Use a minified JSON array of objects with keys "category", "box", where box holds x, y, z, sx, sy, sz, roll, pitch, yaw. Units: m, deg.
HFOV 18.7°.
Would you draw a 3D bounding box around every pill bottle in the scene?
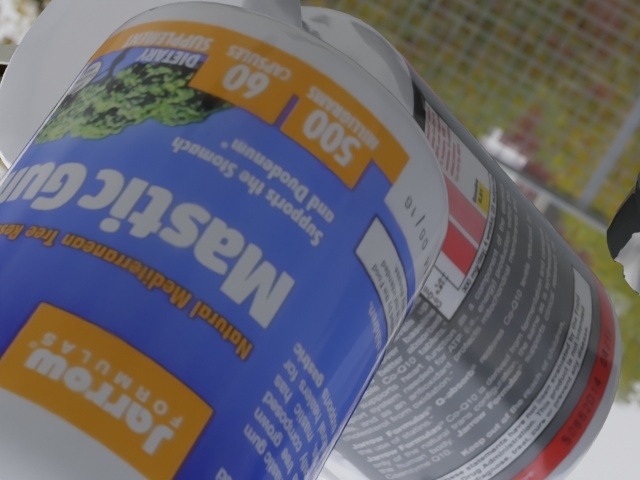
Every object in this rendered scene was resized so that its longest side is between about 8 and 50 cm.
[{"category":"pill bottle","box":[0.000,0.000,1.096,0.363,0.210,0.210,45,-175,-38]},{"category":"pill bottle","box":[-0.075,0.059,0.664,0.152,0.152,0.272,30,-123,2]}]

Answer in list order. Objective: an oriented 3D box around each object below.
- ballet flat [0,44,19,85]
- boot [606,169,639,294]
[{"category":"ballet flat","box":[-0.193,-0.103,1.500,0.241,0.077,0.091,14,-146,1]},{"category":"boot","box":[0.289,-0.007,0.727,0.348,0.260,0.131,37,-141,14]}]
